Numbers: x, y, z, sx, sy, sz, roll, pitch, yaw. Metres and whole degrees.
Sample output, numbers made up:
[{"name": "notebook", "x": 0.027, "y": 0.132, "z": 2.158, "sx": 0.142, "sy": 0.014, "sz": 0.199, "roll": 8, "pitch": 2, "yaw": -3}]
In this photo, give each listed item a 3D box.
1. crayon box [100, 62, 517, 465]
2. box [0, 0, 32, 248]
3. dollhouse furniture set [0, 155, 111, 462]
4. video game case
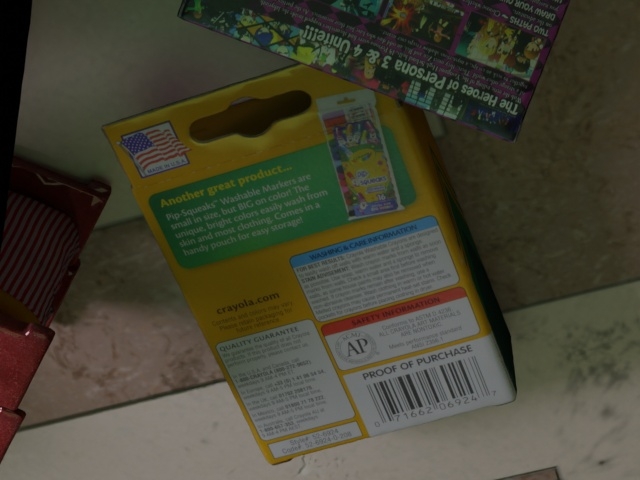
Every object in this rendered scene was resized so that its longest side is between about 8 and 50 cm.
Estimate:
[{"name": "crayon box", "x": 0.000, "y": 0.000, "z": 1.251, "sx": 0.203, "sy": 0.083, "sz": 0.323, "roll": -16, "pitch": 123, "yaw": 12}, {"name": "box", "x": -0.424, "y": -0.165, "z": 0.889, "sx": 0.471, "sy": 0.297, "sz": 0.480, "roll": 1, "pitch": 152, "yaw": -1}, {"name": "dollhouse furniture set", "x": -0.359, "y": 0.005, "z": 1.200, "sx": 0.374, "sy": 0.201, "sz": 0.152, "roll": 20, "pitch": 123, "yaw": -9}, {"name": "video game case", "x": 0.053, "y": -0.199, "z": 1.084, "sx": 0.232, "sy": 0.042, "sz": 0.210, "roll": 19, "pitch": 98, "yaw": -5}]
